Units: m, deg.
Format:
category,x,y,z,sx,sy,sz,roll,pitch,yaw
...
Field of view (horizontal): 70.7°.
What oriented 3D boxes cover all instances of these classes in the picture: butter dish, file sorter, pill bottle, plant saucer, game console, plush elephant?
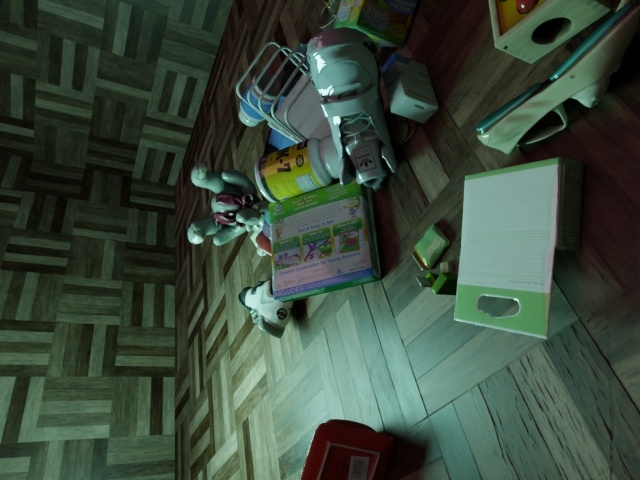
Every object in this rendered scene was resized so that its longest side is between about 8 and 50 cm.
category,x,y,z,sx,sy,sz,roll,pitch,yaw
butter dish,0.050,0.420,0.904,0.118,0.160,0.160,-98,23,-78
file sorter,-0.061,-0.378,1.174,0.193,0.173,0.278,-54,47,4
pill bottle,-0.240,-0.541,1.750,0.221,0.124,0.124,-36,51,53
pill bottle,-0.041,-0.175,1.083,0.209,0.119,0.119,-16,62,21
plant saucer,-0.081,-0.585,1.575,0.067,0.018,0.192,51,126,56
game console,-0.099,-0.375,1.479,0.342,0.060,0.386,39,116,55
plush elephant,-0.253,-0.093,1.526,0.255,0.330,0.271,21,103,39

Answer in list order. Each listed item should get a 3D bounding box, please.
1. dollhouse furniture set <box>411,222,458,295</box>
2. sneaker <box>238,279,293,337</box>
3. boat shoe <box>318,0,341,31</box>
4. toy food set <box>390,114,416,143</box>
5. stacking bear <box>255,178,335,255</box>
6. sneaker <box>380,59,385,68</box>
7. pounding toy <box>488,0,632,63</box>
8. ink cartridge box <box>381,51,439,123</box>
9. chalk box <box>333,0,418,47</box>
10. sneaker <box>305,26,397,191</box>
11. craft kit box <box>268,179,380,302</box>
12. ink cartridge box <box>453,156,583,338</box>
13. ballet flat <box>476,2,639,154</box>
category,x,y,z,sx,sy,sz,roll,pitch,yaw
dollhouse furniture set,0.197,0.036,0.800,0.076,0.059,0.151,-63,32,30
sneaker,-0.156,0.179,1.406,0.146,0.122,0.330,-62,27,-3
boat shoe,0.065,-0.667,1.199,0.342,0.123,0.123,0,82,63
toy food set,0.178,-0.248,0.966,0.083,0.020,0.082,-65,31,28
stacking bear,-0.052,-0.097,1.227,0.175,0.164,0.289,44,115,48
sneaker,0.120,-0.417,1.111,0.109,0.040,0.043,-20,55,55
pounding toy,0.336,-0.340,0.606,0.206,0.094,0.181,-29,57,58
ink cartridge box,0.178,-0.305,0.907,0.052,0.089,0.122,-45,44,47
chalk box,0.125,-0.521,1.028,0.132,0.132,0.213,44,121,59
sneaker,0.076,-0.239,0.902,0.366,0.137,0.210,43,-145,-70
craft kit box,0.000,0.000,1.051,0.250,0.061,0.246,-15,67,22
ink cartridge box,0.279,0.010,0.654,0.171,0.056,0.235,-1,84,63
ballet flat,0.326,-0.198,0.610,0.248,0.086,0.086,-40,48,53
